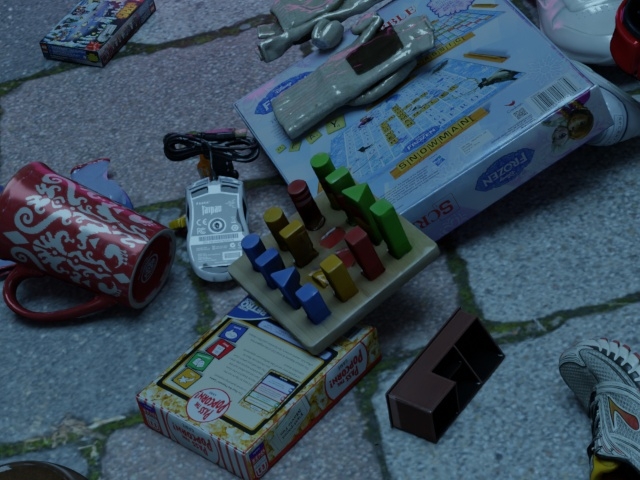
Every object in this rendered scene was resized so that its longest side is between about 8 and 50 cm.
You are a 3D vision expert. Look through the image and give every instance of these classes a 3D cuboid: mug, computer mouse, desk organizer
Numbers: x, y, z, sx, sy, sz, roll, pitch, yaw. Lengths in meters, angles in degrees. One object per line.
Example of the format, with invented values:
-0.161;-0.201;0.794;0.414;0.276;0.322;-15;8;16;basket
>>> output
-0.249;0.015;1.779;0.169;0.150;0.113;22;24;18;mug
-0.114;-0.034;1.812;0.106;0.042;0.193;-4;61;-1;computer mouse
0.119;0.126;1.584;0.050;0.047;0.130;20;50;31;desk organizer

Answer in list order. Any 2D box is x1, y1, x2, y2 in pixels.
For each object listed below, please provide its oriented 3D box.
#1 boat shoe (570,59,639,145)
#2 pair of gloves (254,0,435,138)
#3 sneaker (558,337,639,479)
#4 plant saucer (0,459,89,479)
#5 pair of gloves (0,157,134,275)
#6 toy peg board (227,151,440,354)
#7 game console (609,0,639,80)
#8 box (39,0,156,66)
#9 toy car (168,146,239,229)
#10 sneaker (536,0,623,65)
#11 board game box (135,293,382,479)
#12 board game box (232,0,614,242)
0.273;-0.156;1.867;0.076;0.083;0.226;-1;28;-33;boat shoe
0.022;-0.231;1.883;0.204;0.042;0.240;-25;40;9;pair of gloves
0.263;0.168;1.462;0.093;0.088;0.225;-22;40;-9;sneaker
-0.283;0.260;1.548;0.168;0.029;0.168;-7;41;6;plant saucer
-0.306;-0.023;1.894;0.198;0.023;0.159;-17;40;0;pair of gloves
0.000;0.000;1.643;0.160;0.079;0.161;-38;43;-11;toy peg board
0.529;-0.236;1.745;0.342;0.060;0.386;33;58;32;game console
-0.288;-0.279;2.189;0.094;0.027;0.137;11;45;25;box
-0.141;-0.062;1.873;0.040;0.060;0.122;-15;22;46;toy car
0.293;-0.314;1.977;0.114;0.152;0.305;-16;41;-7;sneaker
-0.058;0.130;1.627;0.147;0.045;0.193;24;52;36;board game box
0.101;-0.137;1.826;0.319;0.066;0.318;-33;42;0;board game box
